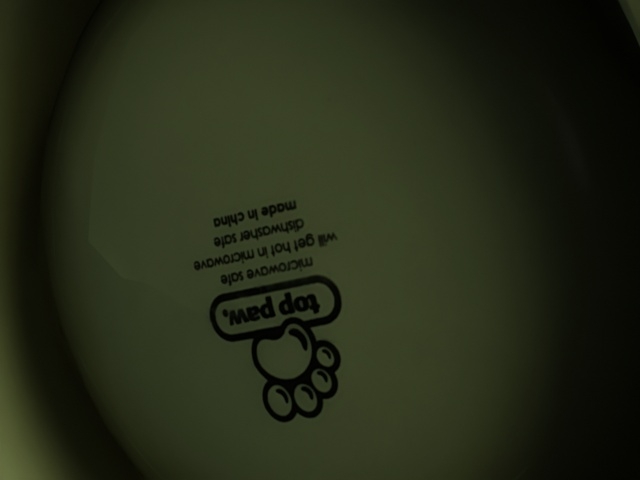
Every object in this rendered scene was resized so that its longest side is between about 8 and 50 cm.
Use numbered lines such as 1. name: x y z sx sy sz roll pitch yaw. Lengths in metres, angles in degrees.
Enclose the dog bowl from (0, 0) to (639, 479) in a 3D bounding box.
1. dog bowl: 0.000 0.000 0.692 0.150 0.408 0.408 -12 66 -57
